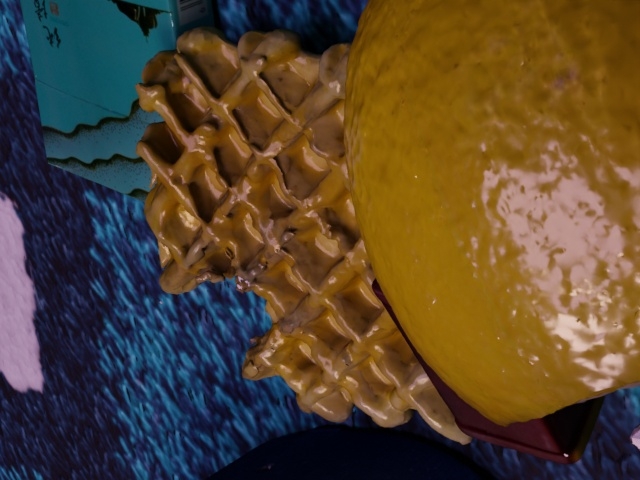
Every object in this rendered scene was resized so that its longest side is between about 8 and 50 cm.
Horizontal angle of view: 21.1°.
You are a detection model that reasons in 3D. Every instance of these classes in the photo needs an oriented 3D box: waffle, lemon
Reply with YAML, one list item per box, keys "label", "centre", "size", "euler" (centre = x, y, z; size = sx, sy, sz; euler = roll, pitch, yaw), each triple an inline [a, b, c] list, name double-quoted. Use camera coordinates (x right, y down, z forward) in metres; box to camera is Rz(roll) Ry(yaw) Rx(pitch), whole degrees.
- label: "waffle"
  centre: [0.001, -0.001, 0.998]
  size: [0.250, 0.056, 0.261]
  euler: [13, 123, 32]
- label: "lemon"
  centre: [0.123, -0.052, 0.687]
  size: [0.240, 0.240, 0.219]
  euler: [-28, 80, 54]

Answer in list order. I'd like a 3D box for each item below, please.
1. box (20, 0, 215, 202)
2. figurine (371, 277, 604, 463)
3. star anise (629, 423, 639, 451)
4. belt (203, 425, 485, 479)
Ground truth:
- label: "box"
  centre: [-0.129, -0.135, 1.089]
  size: [0.161, 0.042, 0.226]
  euler: [23, 129, 41]
- label: "figurine"
  centre: [0.098, 0.030, 0.877]
  size: [0.082, 0.098, 0.154]
  euler: [17, 145, 47]
- label: "star anise"
  centre: [0.253, 0.114, 0.703]
  size: [0.283, 0.129, 0.212]
  euler: [28, 168, -28]
- label: "belt"
  centre: [-0.001, 0.240, 1.123]
  size: [0.347, 0.117, 0.212]
  euler: [-14, 100, 53]
